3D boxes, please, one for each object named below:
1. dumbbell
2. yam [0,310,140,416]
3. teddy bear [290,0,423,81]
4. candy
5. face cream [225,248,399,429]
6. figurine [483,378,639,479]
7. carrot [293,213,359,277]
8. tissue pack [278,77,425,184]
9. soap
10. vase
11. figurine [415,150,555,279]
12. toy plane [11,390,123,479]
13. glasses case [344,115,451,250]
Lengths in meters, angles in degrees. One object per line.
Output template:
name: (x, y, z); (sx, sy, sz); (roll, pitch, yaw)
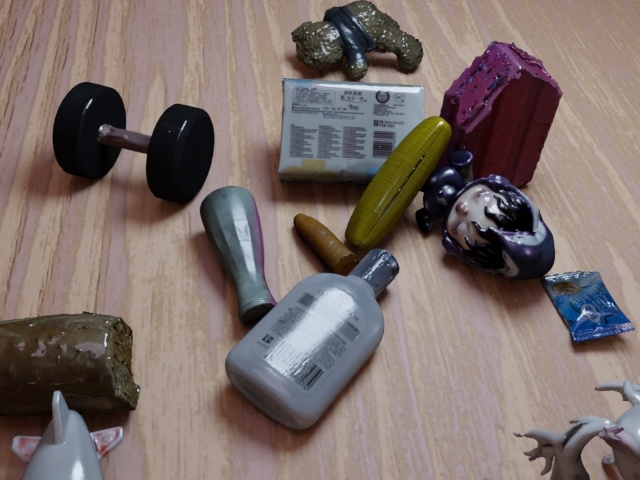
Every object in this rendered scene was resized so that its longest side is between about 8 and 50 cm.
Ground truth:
dumbbell: (-0.293, -0.155, 1.216); (0.218, 0.153, 0.152); (15, 46, 11)
yam: (-0.342, 0.151, 0.922); (0.238, 0.128, 0.129); (0, 34, -3)
teddy bear: (0.071, -0.405, 1.506); (0.251, 0.129, 0.182); (-14, 46, -18)
candy: (0.381, 0.090, 1.107); (0.088, 0.038, 0.136); (-14, 39, 1)
face cream: (0.008, 0.112, 1.026); (0.144, 0.071, 0.291); (34, 53, 12)
figurine: (0.324, 0.271, 0.752); (0.206, 0.284, 0.316); (-9, 52, -18)
carrot: (0.000, 0.000, 1.158); (0.048, 0.048, 0.139); (-24, 50, -25)
tissue pack: (0.047, -0.172, 1.273); (0.229, 0.145, 0.159); (2, 88, -2)
soap: (0.281, -0.189, 1.224); (0.162, 0.250, 0.099); (-5, 48, -12)
vase: (-0.112, 0.024, 1.106); (0.086, 0.086, 0.214); (-10, 51, -14)
figurine: (0.252, -0.020, 1.155); (0.145, 0.145, 0.222); (-22, 46, -24)
toy plane: (-0.275, 0.290, 0.804); (0.252, 0.118, 0.252); (1, 48, -1)
glasses case: (0.117, -0.086, 1.163); (0.064, 0.079, 0.234); (36, 90, -12)
